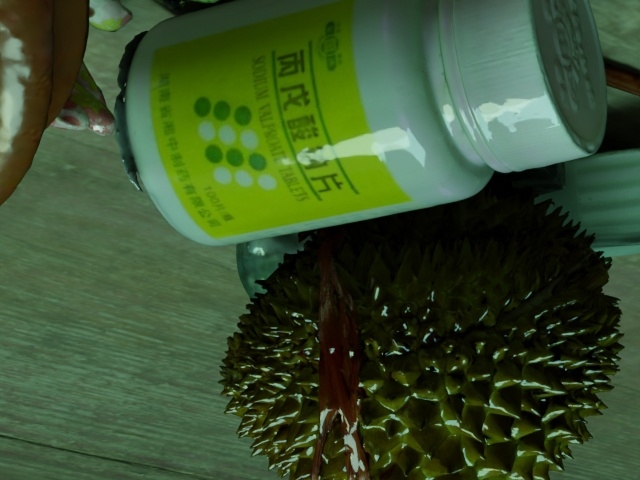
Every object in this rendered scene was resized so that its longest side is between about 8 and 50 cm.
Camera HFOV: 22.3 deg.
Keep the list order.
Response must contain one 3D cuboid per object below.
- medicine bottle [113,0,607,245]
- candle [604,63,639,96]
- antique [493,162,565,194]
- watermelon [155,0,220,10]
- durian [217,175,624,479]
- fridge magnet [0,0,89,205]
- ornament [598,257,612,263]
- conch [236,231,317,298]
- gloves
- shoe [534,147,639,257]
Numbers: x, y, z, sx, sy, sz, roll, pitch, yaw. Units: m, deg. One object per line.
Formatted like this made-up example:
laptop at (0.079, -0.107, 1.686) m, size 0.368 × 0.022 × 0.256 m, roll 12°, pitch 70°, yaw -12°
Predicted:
medicine bottle at (0.036, -0.125, 1.390) m, size 0.379 × 0.213 × 0.213 m, roll -11°, pitch 153°, yaw 26°
candle at (0.327, -0.143, 1.569) m, size 0.167 × 0.021 × 0.026 m, roll 14°, pitch 180°, yaw -29°
antique at (0.169, -0.107, 1.580) m, size 0.088 × 0.086 × 0.183 m, roll -11°, pitch 153°, yaw 29°
watermelon at (-0.108, -0.275, 1.144) m, size 0.204 × 0.127 × 0.232 m, roll 13°, pitch 146°, yaw 39°
durian at (0.090, 0.102, 1.513) m, size 0.384 × 0.347 × 0.347 m, roll -24°, pitch 148°, yaw 20°
fridge magnet at (-0.287, -0.191, 1.139) m, size 0.155 × 0.363 × 0.363 m, roll -20°, pitch 174°, yaw -39°
ornament at (0.219, 0.056, 1.899) m, size 0.120 × 0.130 × 0.285 m, roll 7°, pitch 159°, yaw -45°
conch at (0.000, 0.000, 1.750) m, size 0.220 × 0.195 × 0.277 m, roll 38°, pitch 168°, yaw -17°
gloves at (-0.255, -0.182, 1.384) m, size 0.126 × 0.145 × 0.241 m, roll 7°, pitch 149°, yaw 22°
shoe at (0.266, -0.032, 1.724) m, size 0.363 × 0.132 × 0.160 m, roll -11°, pitch 176°, yaw 42°
